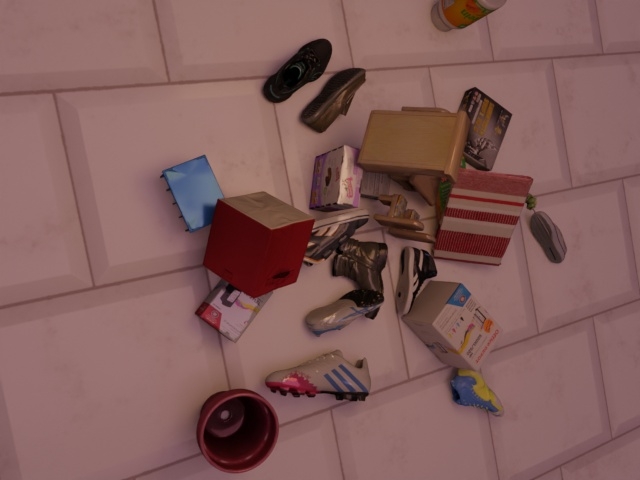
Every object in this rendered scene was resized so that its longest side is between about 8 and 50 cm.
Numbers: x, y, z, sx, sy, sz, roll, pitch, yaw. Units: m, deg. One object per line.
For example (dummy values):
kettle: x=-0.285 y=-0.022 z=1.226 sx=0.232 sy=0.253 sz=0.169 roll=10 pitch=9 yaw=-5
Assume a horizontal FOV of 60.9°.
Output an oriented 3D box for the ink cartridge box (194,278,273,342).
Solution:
ink cartridge box: x=-0.235 y=0.169 z=1.486 sx=0.127 sy=0.072 sz=0.175 roll=41 pitch=74 yaw=-17

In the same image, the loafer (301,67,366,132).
loafer: x=0.047 y=-0.420 z=1.633 sx=0.251 sy=0.094 sz=0.087 roll=-45 pitch=131 yaw=-9

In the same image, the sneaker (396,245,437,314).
sneaker: x=0.315 y=0.132 z=1.731 sx=0.121 sy=0.079 sz=0.216 roll=9 pitch=83 yaw=-22

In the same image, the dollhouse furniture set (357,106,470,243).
dollhouse furniture set: x=0.312 y=-0.209 z=1.551 sx=0.394 sy=0.257 sz=0.361 roll=31 pitch=72 yaw=-59

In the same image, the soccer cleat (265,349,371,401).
soccer cleat: x=-0.004 y=0.383 z=1.576 sx=0.332 sy=0.116 sz=0.143 roll=13 pitch=67 yaw=-26

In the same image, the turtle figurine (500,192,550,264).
turtle figurine: x=0.594 y=-0.088 z=1.776 sx=0.267 sy=0.198 sz=0.274 roll=17 pitch=73 yaw=-32

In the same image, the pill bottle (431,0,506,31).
pill bottle: x=0.465 y=-0.759 z=1.734 sx=0.137 sy=0.246 sz=0.136 roll=1 pitch=89 yaw=-24

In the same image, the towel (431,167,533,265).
towel: x=0.499 y=-0.069 z=1.712 sx=0.237 sy=0.037 sz=0.328 roll=8 pitch=124 yaw=-2

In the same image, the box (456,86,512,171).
box: x=0.540 y=-0.376 z=1.862 sx=0.183 sy=0.056 sz=0.230 roll=28 pitch=78 yaw=-20

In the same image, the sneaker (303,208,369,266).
sneaker: x=0.000 y=0.000 z=1.571 sx=0.322 sy=0.126 sz=0.127 roll=-16 pitch=91 yaw=-13

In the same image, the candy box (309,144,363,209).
candy box: x=0.045 y=-0.170 z=1.554 sx=0.070 sy=0.196 sz=0.164 roll=9 pitch=85 yaw=-24

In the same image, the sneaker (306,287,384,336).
sneaker: x=0.076 y=0.211 z=1.597 sx=0.238 sy=0.085 sz=0.086 roll=-21 pitch=128 yaw=2

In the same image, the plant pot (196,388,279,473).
plant pot: x=-0.232 y=0.477 z=1.419 sx=0.202 sy=0.180 sz=0.201 roll=1 pitch=88 yaw=-25

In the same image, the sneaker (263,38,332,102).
sneaker: x=-0.047 y=-0.496 z=1.574 sx=0.101 sy=0.106 sz=0.267 roll=46 pitch=70 yaw=-15

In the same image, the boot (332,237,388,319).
boot: x=0.108 y=0.111 z=1.654 sx=0.161 sy=0.083 sz=0.246 roll=7 pitch=86 yaw=-12

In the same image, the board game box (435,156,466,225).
board game box: x=0.438 y=-0.149 z=1.814 sx=0.124 sy=0.039 sz=0.259 roll=-7 pitch=94 yaw=-26

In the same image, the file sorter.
file sorter: x=-0.333 y=-0.119 z=1.432 sx=0.118 sy=0.104 sz=0.170 roll=-27 pitch=100 yaw=-24

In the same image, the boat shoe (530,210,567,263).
boat shoe: x=0.832 y=-0.023 z=1.981 sx=0.076 sy=0.083 sz=0.226 roll=-45 pitch=118 yaw=-31

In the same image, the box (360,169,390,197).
box: x=0.140 y=-0.195 z=1.666 sx=0.137 sy=0.072 sz=0.126 roll=9 pitch=85 yaw=-23

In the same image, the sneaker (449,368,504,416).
sneaker: x=0.511 y=0.521 z=1.820 sx=0.126 sy=0.091 sz=0.240 roll=-36 pitch=104 yaw=-2

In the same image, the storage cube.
storage cube: x=-0.160 y=0.003 z=1.395 sx=0.184 sy=0.215 sz=0.193 roll=-17 pitch=131 yaw=-53

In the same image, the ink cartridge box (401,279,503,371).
ink cartridge box: x=0.419 y=0.268 z=1.726 sx=0.232 sy=0.168 sz=0.171 roll=46 pitch=71 yaw=-17
